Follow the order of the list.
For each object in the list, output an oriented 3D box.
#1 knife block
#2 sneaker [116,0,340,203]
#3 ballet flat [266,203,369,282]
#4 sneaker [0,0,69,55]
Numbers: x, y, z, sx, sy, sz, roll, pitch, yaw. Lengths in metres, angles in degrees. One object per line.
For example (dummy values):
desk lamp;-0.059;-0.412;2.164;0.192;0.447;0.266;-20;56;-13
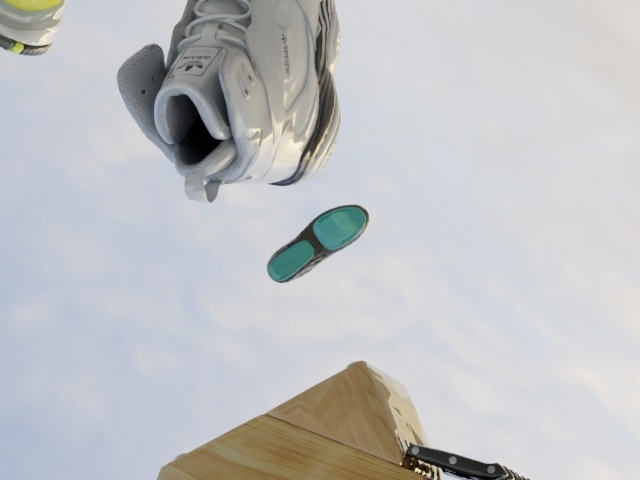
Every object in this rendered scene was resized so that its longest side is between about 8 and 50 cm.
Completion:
knife block;0.033;0.228;1.193;0.088;0.275;0.242;36;-151;-58
sneaker;-0.078;-0.212;1.464;0.137;0.366;0.210;4;-164;28
ballet flat;0.000;0.000;1.507;0.041;0.114;0.041;49;-161;-23
sneaker;-0.444;-0.343;1.733;0.384;0.147;0.145;24;-170;-26
